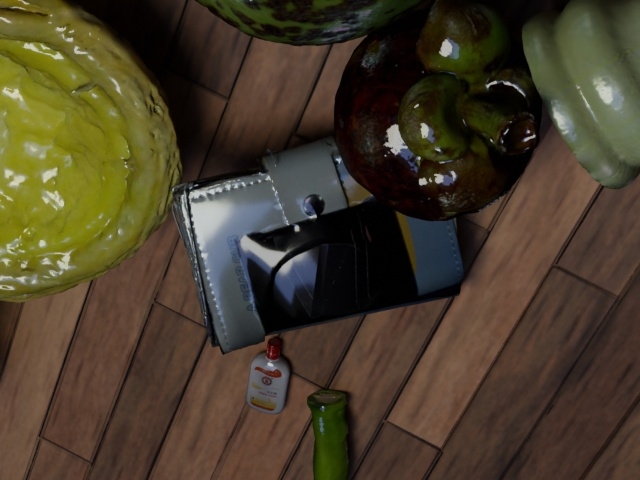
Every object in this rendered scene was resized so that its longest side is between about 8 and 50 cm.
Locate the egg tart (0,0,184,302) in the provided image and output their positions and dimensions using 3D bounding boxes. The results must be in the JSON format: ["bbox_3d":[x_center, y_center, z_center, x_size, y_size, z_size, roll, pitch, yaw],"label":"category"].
[{"bbox_3d":[-0.285,-0.102,1.267,0.345,0.132,0.345,1,130,2],"label":"egg tart"}]

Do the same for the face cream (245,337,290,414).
[{"bbox_3d":[-0.049,0.129,1.430,0.040,0.021,0.083,16,126,10],"label":"face cream"}]

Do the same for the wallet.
[{"bbox_3d":[0.000,0.000,1.246,0.230,0.069,0.170,-13,112,-3],"label":"wallet"}]

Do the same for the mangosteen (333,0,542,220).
[{"bbox_3d":[0.097,-0.103,1.120,0.172,0.172,0.184,33,143,-2],"label":"mangosteen"}]

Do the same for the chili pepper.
[{"bbox_3d":[0.000,0.229,1.461,0.050,0.052,0.202,-3,127,-19],"label":"chili pepper"}]

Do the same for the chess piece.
[{"bbox_3d":[0.286,-0.152,1.049,0.251,0.144,0.144,-27,109,27],"label":"chess piece"}]

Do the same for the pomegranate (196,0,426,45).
[{"bbox_3d":[-0.018,-0.247,1.019,0.254,0.270,0.254,25,125,41],"label":"pomegranate"}]
